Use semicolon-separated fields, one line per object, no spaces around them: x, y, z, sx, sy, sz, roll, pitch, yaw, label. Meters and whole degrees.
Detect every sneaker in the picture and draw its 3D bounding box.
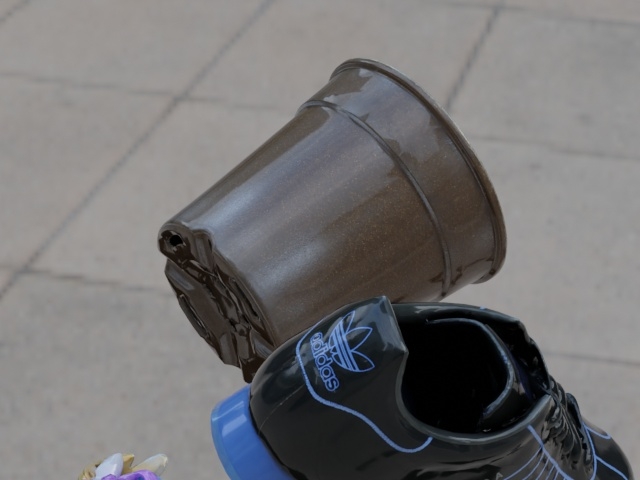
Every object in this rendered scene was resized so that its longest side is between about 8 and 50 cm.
0.067;0.075;0.753;0.232;0.090;0.081;14;46;-47;sneaker

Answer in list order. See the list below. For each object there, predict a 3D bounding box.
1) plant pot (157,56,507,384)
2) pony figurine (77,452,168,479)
0.000;0.000;1.194;0.165;0.167;0.167;-36;40;-22;plant pot
-0.294;0.280;1.585;0.303;0.363;0.351;49;-3;15;pony figurine
